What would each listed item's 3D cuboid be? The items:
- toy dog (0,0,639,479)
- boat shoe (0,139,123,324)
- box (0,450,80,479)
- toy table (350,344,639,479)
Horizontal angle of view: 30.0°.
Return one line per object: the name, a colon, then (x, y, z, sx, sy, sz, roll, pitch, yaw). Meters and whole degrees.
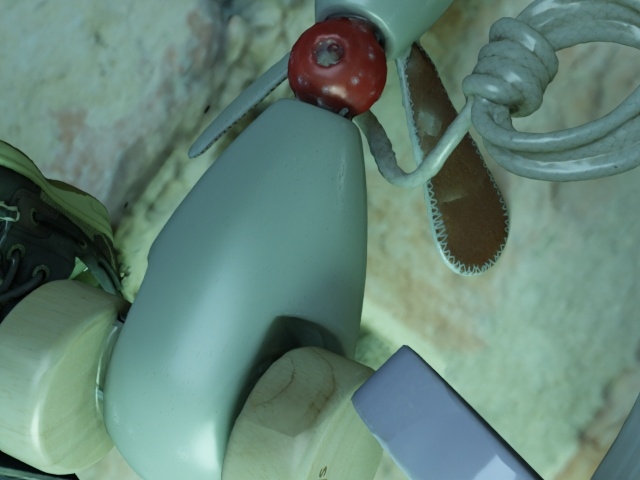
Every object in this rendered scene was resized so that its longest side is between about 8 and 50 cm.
toy dog: (0.000, 0.000, 0.563, 0.333, 0.161, 0.220, -45, 65, -9)
boat shoe: (-0.148, 0.009, 0.556, 0.080, 0.223, 0.073, -35, 75, 8)
box: (-0.354, 0.083, 0.572, 0.312, 0.179, 0.343, -40, 75, -5)
toy table: (0.159, 0.094, 0.420, 0.161, 0.274, 0.252, -43, 34, 0)
